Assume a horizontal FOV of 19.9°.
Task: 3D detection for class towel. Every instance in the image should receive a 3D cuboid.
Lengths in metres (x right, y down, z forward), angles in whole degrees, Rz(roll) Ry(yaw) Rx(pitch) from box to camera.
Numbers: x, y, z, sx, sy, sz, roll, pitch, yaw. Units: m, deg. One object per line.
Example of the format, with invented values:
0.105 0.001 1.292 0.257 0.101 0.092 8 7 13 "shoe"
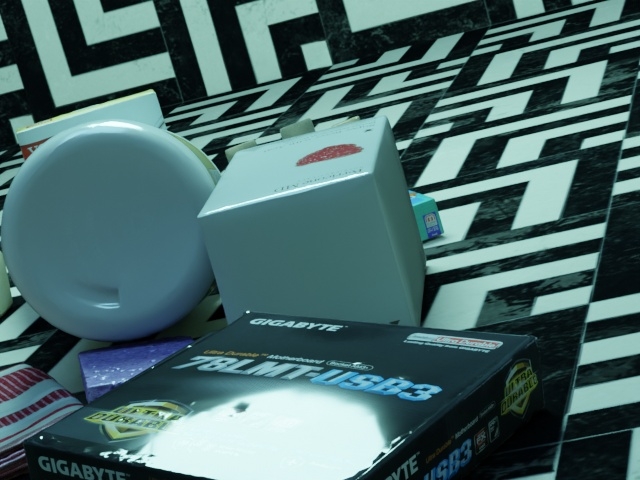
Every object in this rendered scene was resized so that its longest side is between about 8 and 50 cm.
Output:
-0.356 0.188 1.789 0.237 0.037 0.329 -20 13 -18 "towel"

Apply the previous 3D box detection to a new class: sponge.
-0.171 0.128 1.759 0.117 0.031 0.210 -8 7 -9 "sponge"

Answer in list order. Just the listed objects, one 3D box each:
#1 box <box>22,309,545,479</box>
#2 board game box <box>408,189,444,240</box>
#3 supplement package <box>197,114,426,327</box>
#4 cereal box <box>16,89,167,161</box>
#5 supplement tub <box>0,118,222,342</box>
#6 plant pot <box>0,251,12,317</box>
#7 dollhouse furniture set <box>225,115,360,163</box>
-0.023 0.143 1.408 0.296 0.073 0.293 5 23 36 "box"
0.033 -0.017 2.151 0.160 0.047 0.210 -20 13 -14 "board game box"
0.000 0.000 1.830 0.178 0.175 0.293 -14 13 8 "supplement package"
-0.245 -0.042 2.165 0.173 0.240 0.047 -18 13 -5 "cereal box"
-0.209 -0.013 1.971 0.228 0.228 0.316 -16 2 0 "supplement tub"
-0.453 0.059 2.323 0.109 0.109 0.096 -11 1 23 "plant pot"
-0.071 -0.098 2.315 0.259 0.135 0.262 -20 -1 15 "dollhouse furniture set"
